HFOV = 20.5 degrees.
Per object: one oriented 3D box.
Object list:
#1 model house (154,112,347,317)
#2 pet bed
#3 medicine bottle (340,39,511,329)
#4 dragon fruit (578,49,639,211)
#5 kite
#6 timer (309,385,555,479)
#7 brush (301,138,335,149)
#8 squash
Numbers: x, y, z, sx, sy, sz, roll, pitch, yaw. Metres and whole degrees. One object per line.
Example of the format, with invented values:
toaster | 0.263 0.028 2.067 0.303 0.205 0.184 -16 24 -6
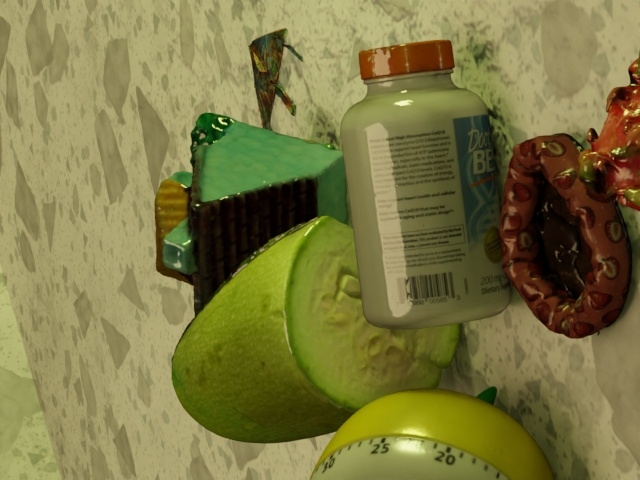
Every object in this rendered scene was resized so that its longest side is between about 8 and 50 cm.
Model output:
model house | -0.118 0.027 2.128 0.230 0.249 0.280 17 125 29
pet bed | 0.234 -0.001 1.702 0.201 0.053 0.201 48 145 49
medicine bottle | 0.105 -0.060 1.837 0.157 0.157 0.288 -179 81 -66
dragon fruit | 0.283 -0.083 1.473 0.150 0.133 0.207 -27 41 43
kite | -0.068 -0.215 2.348 0.160 0.010 0.183 57 147 41
timer | 0.128 0.254 1.845 0.285 0.285 0.285 171 90 -66
brush | 0.000 0.000 2.224 0.054 0.048 0.282 14 122 33
squash | -0.030 0.127 2.021 0.309 0.234 0.210 -18 51 56
